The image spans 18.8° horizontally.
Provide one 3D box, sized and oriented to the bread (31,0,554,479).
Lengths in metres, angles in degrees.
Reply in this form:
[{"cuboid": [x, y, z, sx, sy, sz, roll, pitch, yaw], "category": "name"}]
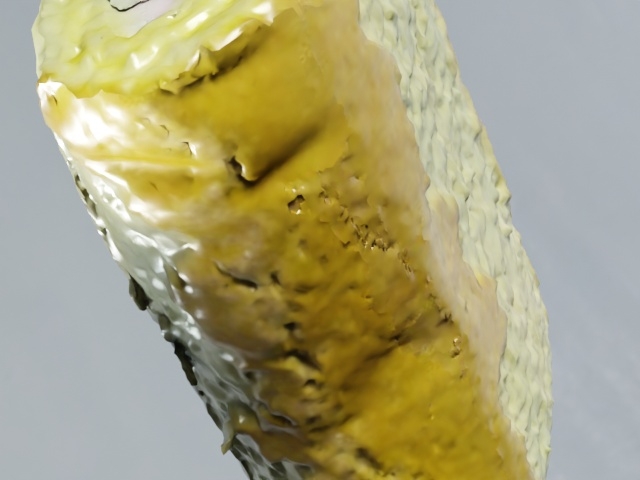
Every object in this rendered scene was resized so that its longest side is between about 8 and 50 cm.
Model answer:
[{"cuboid": [0.000, 0.000, 0.971, 0.165, 0.236, 0.375, -8, 131, 22], "category": "bread"}]
